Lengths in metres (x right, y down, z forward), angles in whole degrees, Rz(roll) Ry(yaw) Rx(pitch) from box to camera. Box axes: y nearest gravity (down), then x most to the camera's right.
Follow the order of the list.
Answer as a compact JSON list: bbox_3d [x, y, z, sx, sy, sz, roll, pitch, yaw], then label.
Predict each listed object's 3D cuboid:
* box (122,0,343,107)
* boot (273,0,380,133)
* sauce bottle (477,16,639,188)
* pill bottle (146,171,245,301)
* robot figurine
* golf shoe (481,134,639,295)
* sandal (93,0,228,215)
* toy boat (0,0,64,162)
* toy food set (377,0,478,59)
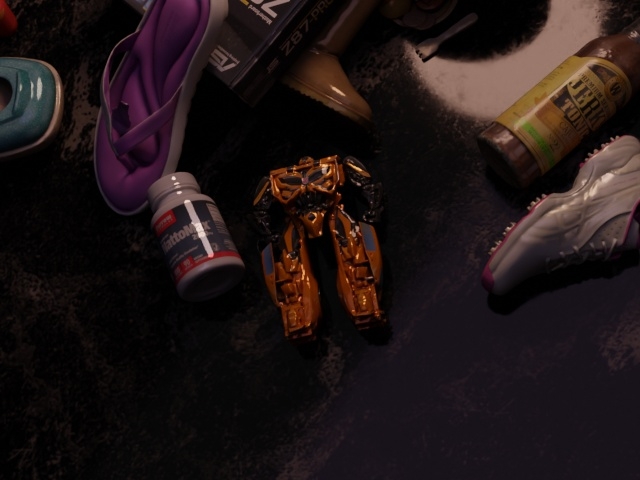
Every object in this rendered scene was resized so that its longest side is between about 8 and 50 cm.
[{"bbox_3d":[-0.149,-0.446,1.885,0.395,0.097,0.318,42,93,25],"label":"box"},{"bbox_3d":[0.048,-0.329,1.864,0.236,0.089,0.269,34,89,23],"label":"boot"},{"bbox_3d":[0.387,-0.221,1.753,0.344,0.111,0.111,-42,66,-3],"label":"sauce bottle"},{"bbox_3d":[-0.195,-0.008,1.809,0.108,0.108,0.180,-28,66,1],"label":"pill bottle"},{"bbox_3d":[0.000,0.000,1.772,0.211,0.085,0.291,-14,67,7],"label":"robot figurine"},{"bbox_3d":[0.364,-0.013,1.681,0.306,0.115,0.140,-41,70,-3],"label":"golf shoe"},{"bbox_3d":[-0.273,-0.228,1.808,0.169,0.102,0.416,36,117,27],"label":"sandal"},{"bbox_3d":[-0.557,-0.279,1.974,0.267,0.148,0.318,-8,68,10],"label":"toy boat"},{"bbox_3d":[0.155,-0.393,1.912,0.132,0.038,0.192,-35,66,-2],"label":"toy food set"}]
